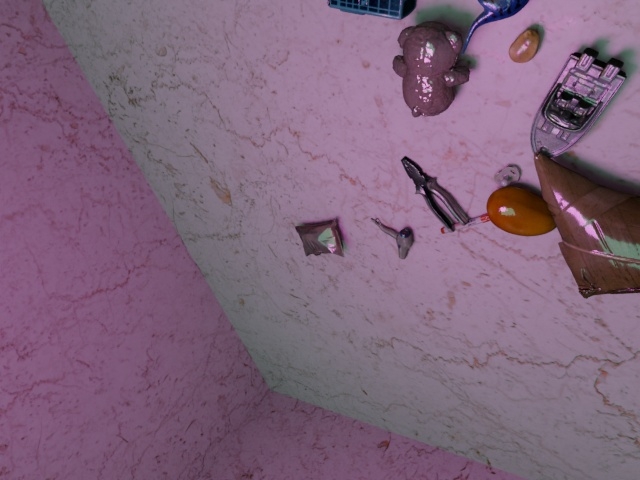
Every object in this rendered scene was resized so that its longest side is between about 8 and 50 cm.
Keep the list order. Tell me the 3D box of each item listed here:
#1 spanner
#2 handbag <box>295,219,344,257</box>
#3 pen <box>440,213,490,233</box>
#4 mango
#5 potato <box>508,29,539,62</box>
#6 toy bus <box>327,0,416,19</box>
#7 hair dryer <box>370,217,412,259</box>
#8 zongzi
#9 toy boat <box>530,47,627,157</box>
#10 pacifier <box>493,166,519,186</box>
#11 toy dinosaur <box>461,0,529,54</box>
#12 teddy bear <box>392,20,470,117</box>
[{"bbox_3d":[0.397,-0.169,1.649,0.325,0.040,0.095,51,138,0],"label":"spanner"},{"bbox_3d":[0.000,0.000,2.109,0.270,0.117,0.183,-6,107,44],"label":"handbag"},{"bbox_3d":[0.531,-0.062,1.649,0.239,0.028,0.028,-20,110,50],"label":"pen"},{"bbox_3d":[0.635,-0.085,1.462,0.221,0.120,0.152,28,139,7],"label":"mango"},{"bbox_3d":[0.535,-0.507,1.207,0.068,0.062,0.083,9,162,-2],"label":"potato"},{"bbox_3d":[0.141,-0.719,1.307,0.255,0.128,0.147,22,139,23],"label":"toy bus"},{"bbox_3d":[0.294,-0.002,1.906,0.199,0.067,0.167,25,145,39],"label":"hair dryer"},{"bbox_3d":[0.857,-0.075,1.191,0.499,0.218,0.467,-12,117,47],"label":"zongzi"},{"bbox_3d":[0.657,-0.340,1.226,0.141,0.092,0.320,33,142,16],"label":"toy boat"},{"bbox_3d":[0.585,-0.190,1.452,0.068,0.064,0.083,39,144,-9],"label":"pacifier"},{"bbox_3d":[0.466,-0.620,1.140,0.329,0.076,0.144,-28,96,30],"label":"toy dinosaur"},{"bbox_3d":[0.314,-0.496,1.339,0.235,0.151,0.267,17,136,27],"label":"teddy bear"}]
